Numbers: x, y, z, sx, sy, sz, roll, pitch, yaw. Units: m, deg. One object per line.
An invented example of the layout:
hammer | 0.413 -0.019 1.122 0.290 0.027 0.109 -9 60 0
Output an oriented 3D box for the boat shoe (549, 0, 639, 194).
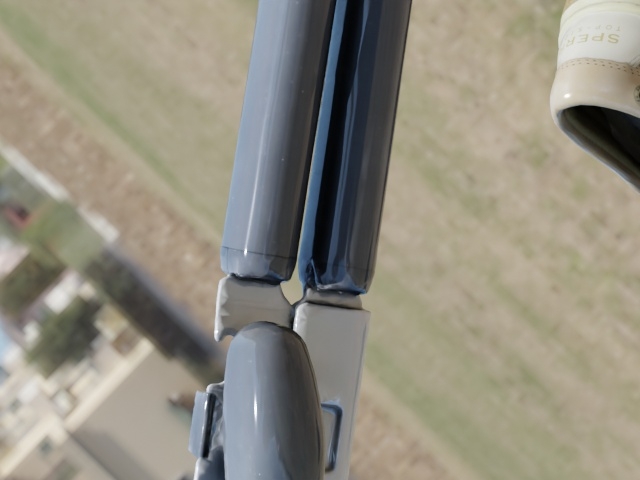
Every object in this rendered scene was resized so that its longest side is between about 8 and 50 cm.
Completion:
boat shoe | 0.243 -0.026 1.063 0.302 0.098 0.109 37 144 -25

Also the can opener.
can opener | 0.000 0.000 0.837 0.076 0.283 0.095 8 -179 -20
